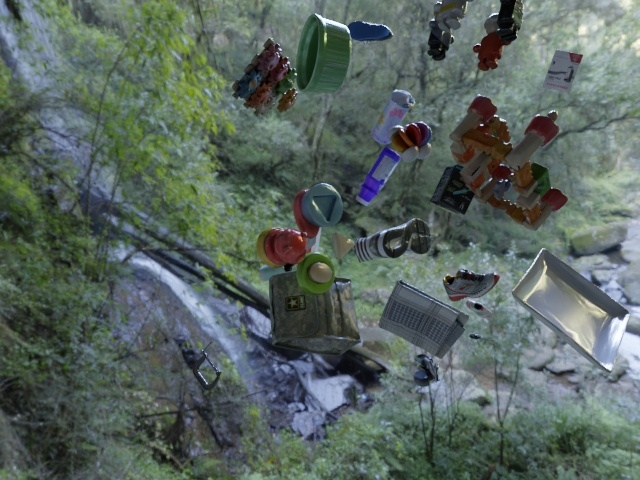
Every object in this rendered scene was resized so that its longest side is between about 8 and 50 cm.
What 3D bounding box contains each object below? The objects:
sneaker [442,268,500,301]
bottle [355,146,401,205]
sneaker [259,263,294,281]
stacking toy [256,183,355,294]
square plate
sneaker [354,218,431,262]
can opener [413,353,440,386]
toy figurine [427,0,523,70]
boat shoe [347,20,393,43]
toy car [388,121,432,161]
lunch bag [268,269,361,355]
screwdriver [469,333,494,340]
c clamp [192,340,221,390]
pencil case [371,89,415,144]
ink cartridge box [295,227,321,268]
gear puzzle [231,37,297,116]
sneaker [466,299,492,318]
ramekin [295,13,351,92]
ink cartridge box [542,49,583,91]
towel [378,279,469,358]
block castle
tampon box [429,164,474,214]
[{"bbox_3d":[0.499,0.142,1.536,0.088,0.093,0.225,-36,5,-35],"label":"sneaker"},{"bbox_3d":[0.269,-0.298,2.154,0.092,0.283,0.118,37,12,19],"label":"bottle"},{"bbox_3d":[-0.166,0.102,2.100,0.151,0.094,0.256,-15,20,22],"label":"sneaker"},{"bbox_3d":[0.000,0.000,1.353,0.130,0.279,0.309,-11,38,53],"label":"stacking toy"},{"bbox_3d":[0.802,0.212,1.467,0.344,0.049,0.347,41,45,17],"label":"square plate"},{"bbox_3d":[0.318,0.000,2.121,0.257,0.169,0.447,-8,0,41],"label":"sneaker"},{"bbox_3d":[0.359,0.443,1.589,0.093,0.074,0.280,-16,-9,5],"label":"can opener"},{"bbox_3d":[0.373,-0.534,1.102,0.209,0.148,0.213,13,-6,6],"label":"toy figurine"},{"bbox_3d":[0.241,-1.020,2.266,0.258,0.109,0.089,33,22,35],"label":"boat shoe"},{"bbox_3d":[0.375,-0.415,1.836,0.182,0.159,0.136,-16,-24,-36],"label":"toy car"},{"bbox_3d":[-0.034,0.234,1.496,0.287,0.235,0.169,12,-37,-27],"label":"lunch bag"},{"bbox_3d":[0.703,0.422,1.977,0.025,0.024,0.170,-17,0,-22],"label":"screwdriver"},{"bbox_3d":[-0.441,0.499,1.789,0.137,0.022,0.161,-44,59,2],"label":"c clamp"},{"bbox_3d":[0.339,-0.578,2.153,0.124,0.114,0.273,-7,-26,-23],"label":"pencil case"},{"bbox_3d":[-0.021,-0.051,2.211,0.091,0.308,0.385,13,-23,-12],"label":"ink cartridge box"},{"bbox_3d":[-0.130,-0.422,1.291,0.175,0.044,0.339,-50,-10,7],"label":"gear puzzle"},{"bbox_3d":[0.847,0.367,2.402,0.161,0.057,0.075,32,-6,-9],"label":"sneaker"},{"bbox_3d":[0.011,-0.762,1.896,0.148,0.304,0.303,3,11,-20],"label":"ramekin"},{"bbox_3d":[0.911,-0.637,1.720,0.099,0.135,0.056,19,24,18],"label":"ink cartridge box"},{"bbox_3d":[0.418,0.342,1.898,0.324,0.312,0.056,26,43,12],"label":"towel"},{"bbox_3d":[0.638,-0.261,1.513,0.213,0.453,0.303,-48,48,-2],"label":"block castle"},{"bbox_3d":[0.525,-0.196,1.775,0.120,0.161,0.101,27,0,-10],"label":"tampon box"}]
